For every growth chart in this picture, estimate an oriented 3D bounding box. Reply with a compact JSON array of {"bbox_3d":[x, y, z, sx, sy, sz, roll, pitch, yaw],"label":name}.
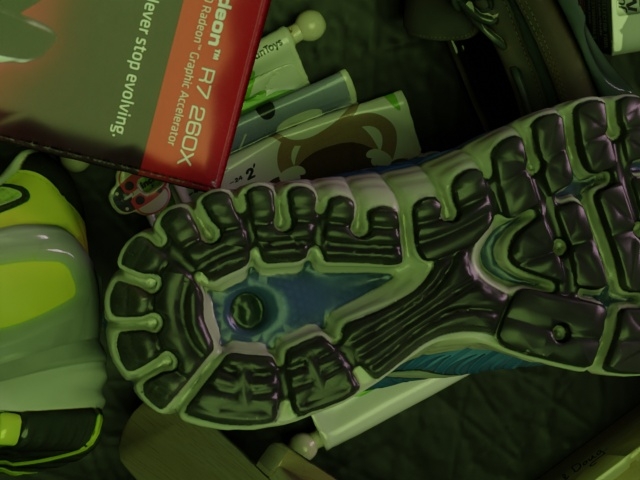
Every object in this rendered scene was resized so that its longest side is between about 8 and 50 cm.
[{"bbox_3d":[0.000,0.000,0.720,0.172,0.021,0.237,-35,110,-5],"label":"growth chart"}]

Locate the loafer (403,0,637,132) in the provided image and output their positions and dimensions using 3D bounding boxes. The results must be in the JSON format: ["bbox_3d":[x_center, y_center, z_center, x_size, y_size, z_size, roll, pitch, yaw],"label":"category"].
[{"bbox_3d":[0.085,-0.103,0.680,0.084,0.096,0.267,-35,112,3],"label":"loafer"}]

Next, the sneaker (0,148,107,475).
[{"bbox_3d":[-0.287,0.020,0.611,0.384,0.145,0.147,6,72,-13],"label":"sneaker"}]

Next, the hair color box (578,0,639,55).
[{"bbox_3d":[0.207,-0.143,0.724,0.141,0.043,0.072,-9,106,-13],"label":"hair color box"}]

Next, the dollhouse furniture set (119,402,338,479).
[{"bbox_3d":[-0.036,0.280,0.769,0.303,0.174,0.355,-52,136,-3],"label":"dollhouse furniture set"}]

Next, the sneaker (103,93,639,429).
[{"bbox_3d":[0.058,0.007,0.652,0.330,0.147,0.130,-6,92,-13],"label":"sneaker"}]

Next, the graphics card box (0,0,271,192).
[{"bbox_3d":[-0.191,-0.175,0.577,0.370,0.094,0.233,14,98,-14],"label":"graphics card box"}]

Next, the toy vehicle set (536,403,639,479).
[{"bbox_3d":[0.178,0.203,0.809,0.267,0.035,0.166,-35,110,-4],"label":"toy vehicle set"}]
